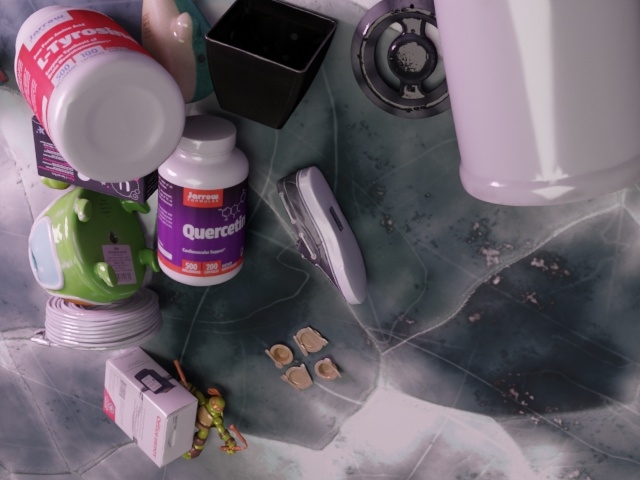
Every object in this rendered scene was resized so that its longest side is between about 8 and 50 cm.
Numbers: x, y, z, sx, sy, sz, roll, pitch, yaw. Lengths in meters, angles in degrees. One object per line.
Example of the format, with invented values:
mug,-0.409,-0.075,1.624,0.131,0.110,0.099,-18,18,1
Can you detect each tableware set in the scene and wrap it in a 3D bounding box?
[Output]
tableware set,-0.038,0.274,2.027,0.168,0.020,0.141,-27,107,30

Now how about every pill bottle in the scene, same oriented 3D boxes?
pill bottle,-0.420,-0.287,1.617,0.407,0.229,0.229,44,139,47
pill bottle,-0.239,-0.081,1.801,0.181,0.181,0.323,13,122,12

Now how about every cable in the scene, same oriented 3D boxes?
cable,-0.485,0.167,1.991,0.257,0.257,0.089,7,108,25

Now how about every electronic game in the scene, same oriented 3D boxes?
electronic game,0.165,-0.329,1.597,0.229,0.048,0.229,8,119,15

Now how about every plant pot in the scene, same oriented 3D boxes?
plant pot,-0.097,-0.317,1.627,0.187,0.188,0.167,21,135,7

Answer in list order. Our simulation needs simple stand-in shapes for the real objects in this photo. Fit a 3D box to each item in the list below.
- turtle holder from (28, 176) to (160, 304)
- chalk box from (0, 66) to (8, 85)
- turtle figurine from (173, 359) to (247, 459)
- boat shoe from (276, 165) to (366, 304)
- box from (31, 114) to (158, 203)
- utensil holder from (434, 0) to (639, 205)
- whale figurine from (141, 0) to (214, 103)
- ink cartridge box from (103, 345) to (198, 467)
turtle holder,-0.519,-0.010,1.904,0.227,0.243,0.320,-17,112,27
chalk box,-0.764,-0.353,1.867,0.213,0.132,0.132,-17,110,26
turtle figurine,-0.292,0.424,2.164,0.269,0.087,0.217,47,128,6
boat shoe,0.000,0.000,1.808,0.102,0.108,0.301,-17,109,27
box,-0.436,-0.196,1.818,0.247,0.163,0.142,16,126,11
utensil holder,0.352,-0.293,1.390,0.327,0.327,0.385,-4,114,22
whale figurine,-0.259,-0.395,1.672,0.216,0.141,0.272,-1,101,63
ink cartridge box,-0.409,0.396,2.127,0.237,0.100,0.172,34,129,31
